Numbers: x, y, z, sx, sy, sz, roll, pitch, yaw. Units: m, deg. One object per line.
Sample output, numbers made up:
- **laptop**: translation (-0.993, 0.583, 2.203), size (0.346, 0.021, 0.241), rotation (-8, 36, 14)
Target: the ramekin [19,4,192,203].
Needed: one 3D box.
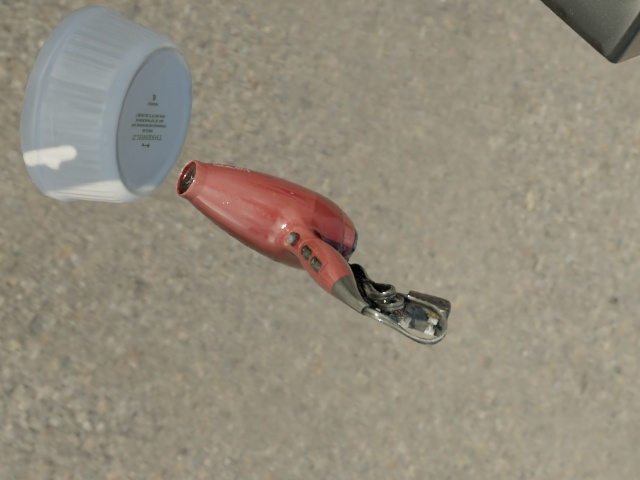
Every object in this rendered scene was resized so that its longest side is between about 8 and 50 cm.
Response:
- **ramekin**: translation (-0.278, -0.175, 1.790), size (0.273, 0.127, 0.273), rotation (14, 90, -71)

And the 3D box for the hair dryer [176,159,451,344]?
- **hair dryer**: translation (0.000, 0.000, 1.228), size (0.080, 0.293, 0.223), rotation (-63, 171, 1)

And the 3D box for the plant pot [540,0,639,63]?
- **plant pot**: translation (0.315, -0.314, 1.375), size (0.167, 0.188, 0.187), rotation (-51, 166, 29)
